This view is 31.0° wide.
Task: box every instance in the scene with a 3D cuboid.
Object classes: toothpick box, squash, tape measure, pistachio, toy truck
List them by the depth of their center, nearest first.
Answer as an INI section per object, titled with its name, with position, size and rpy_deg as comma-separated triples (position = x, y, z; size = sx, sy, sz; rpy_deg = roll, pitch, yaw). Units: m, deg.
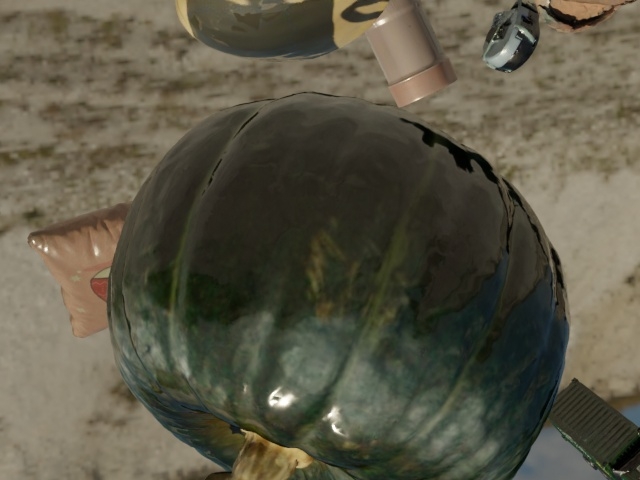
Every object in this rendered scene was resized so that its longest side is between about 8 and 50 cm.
[squash]
position = 0.008, 0.037, 0.516
size = 0.218, 0.172, 0.218
rpy_deg = 2, 143, 1
[pistachio]
position = -0.045, -0.342, 1.461
size = 0.321, 0.238, 0.229
rpy_deg = -19, -145, 27
[tape measure]
position = 0.266, -0.281, 1.599
size = 0.054, 0.094, 0.091
rpy_deg = 27, 157, -20
[toothpick box]
position = 0.126, -0.282, 1.688
size = 0.098, 0.149, 0.098
rpy_deg = -26, -172, 4
[toy truck]
position = 0.444, 0.314, 1.705
size = 0.088, 0.121, 0.259
rpy_deg = -43, -154, -2

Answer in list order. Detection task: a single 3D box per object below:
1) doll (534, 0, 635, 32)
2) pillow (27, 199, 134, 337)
[doll]
position = 0.268, -0.274, 0.798
size = 0.303, 0.156, 0.201
rpy_deg = -21, 143, -10
[pillow]
position = -0.199, 0.020, 1.326
size = 0.236, 0.084, 0.223
rpy_deg = -21, 151, -6
